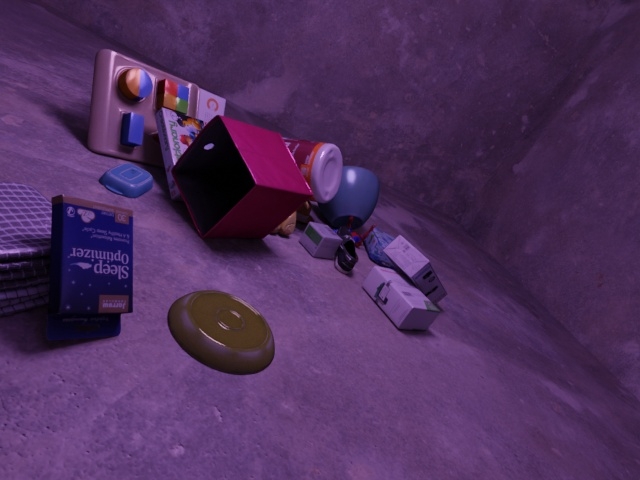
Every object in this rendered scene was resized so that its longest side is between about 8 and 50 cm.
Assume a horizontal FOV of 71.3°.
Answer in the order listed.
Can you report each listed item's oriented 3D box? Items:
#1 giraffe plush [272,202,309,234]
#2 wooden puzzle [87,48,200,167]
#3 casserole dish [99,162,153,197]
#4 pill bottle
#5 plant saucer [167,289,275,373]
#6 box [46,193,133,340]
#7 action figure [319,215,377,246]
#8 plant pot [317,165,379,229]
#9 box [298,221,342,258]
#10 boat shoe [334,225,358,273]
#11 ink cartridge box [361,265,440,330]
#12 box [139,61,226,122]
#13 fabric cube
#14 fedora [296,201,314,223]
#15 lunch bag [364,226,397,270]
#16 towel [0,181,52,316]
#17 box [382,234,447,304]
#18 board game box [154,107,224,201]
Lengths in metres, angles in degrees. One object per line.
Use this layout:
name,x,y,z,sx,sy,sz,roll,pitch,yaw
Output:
giraffe plush,-0.165,-0.135,1.584,0.171,0.210,0.181,18,-29,46
wooden puzzle,-0.553,-0.413,1.458,0.081,0.322,0.348,2,-3,43
casserole dish,-0.550,-0.178,1.284,0.114,0.037,0.188,29,18,-9
pill bottle,-0.134,-0.282,1.715,0.392,0.224,0.224,13,11,24
plant saucer,-0.196,0.177,0.937,0.241,0.037,0.241,27,20,-11
box,-0.377,0.047,0.743,0.037,0.225,0.136,-8,-11,26
action figure,0.115,-0.045,1.810,0.280,0.139,0.091,10,29,-51
plant pot,0.116,-0.158,1.941,0.290,0.290,0.195,19,58,-32
box,0.000,0.000,1.586,0.102,0.087,0.101,9,29,-46
boat shoe,0.100,0.020,1.627,0.084,0.079,0.233,25,34,-17
ink cartridge box,0.266,0.193,1.500,0.160,0.092,0.219,15,24,-41
box,-0.550,-0.465,1.641,0.345,0.214,0.168,13,-8,-44
fabric cube,-0.231,-0.174,1.323,0.258,0.254,0.259,-1,57,-55
fedora,-0.097,-0.144,1.809,0.194,0.079,0.194,28,20,-11
lunch bag,0.283,0.040,1.908,0.176,0.090,0.219,24,21,-18
towel,-0.540,0.002,0.726,0.235,0.121,0.284,37,20,17
box,0.357,0.120,1.659,0.169,0.087,0.290,48,1,39
board game box,-0.416,-0.265,1.449,0.193,0.053,0.305,4,65,-52
